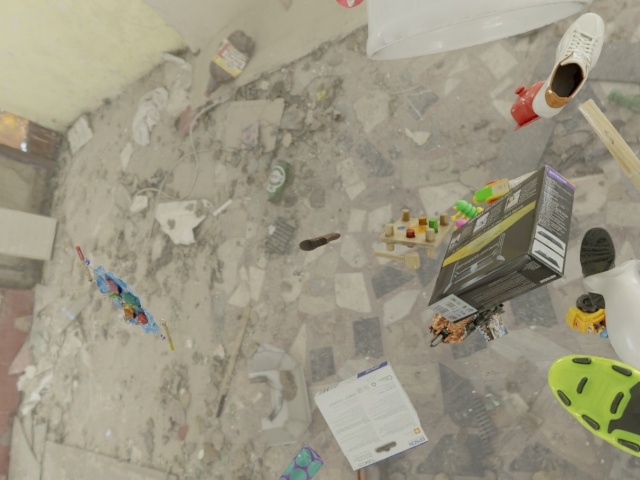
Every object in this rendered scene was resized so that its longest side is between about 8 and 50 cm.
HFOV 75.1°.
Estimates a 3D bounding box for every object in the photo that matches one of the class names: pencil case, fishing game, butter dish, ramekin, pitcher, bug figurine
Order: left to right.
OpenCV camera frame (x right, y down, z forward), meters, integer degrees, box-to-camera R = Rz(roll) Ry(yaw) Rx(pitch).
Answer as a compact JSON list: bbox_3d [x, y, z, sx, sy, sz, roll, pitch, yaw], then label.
[{"bbox_3d":[-0.404,0.131,0.848,0.264,0.041,0.189,36,144,11],"label":"fishing game"},{"bbox_3d":[-0.060,0.545,0.946,0.064,0.070,0.152,36,68,19],"label":"pencil case"},{"bbox_3d":[0.187,-0.336,0.539,0.277,0.277,0.135,1,109,37],"label":"ramekin"},{"bbox_3d":[0.461,-0.021,1.149,0.216,0.279,0.072,30,128,-1],"label":"bug figurine"},{"bbox_3d":[0.710,-0.477,1.411,0.118,0.160,0.160,42,81,-4],"label":"butter dish"},{"bbox_3d":[0.582,0.121,0.722,0.207,0.125,0.178,-87,21,-44],"label":"pitcher"}]

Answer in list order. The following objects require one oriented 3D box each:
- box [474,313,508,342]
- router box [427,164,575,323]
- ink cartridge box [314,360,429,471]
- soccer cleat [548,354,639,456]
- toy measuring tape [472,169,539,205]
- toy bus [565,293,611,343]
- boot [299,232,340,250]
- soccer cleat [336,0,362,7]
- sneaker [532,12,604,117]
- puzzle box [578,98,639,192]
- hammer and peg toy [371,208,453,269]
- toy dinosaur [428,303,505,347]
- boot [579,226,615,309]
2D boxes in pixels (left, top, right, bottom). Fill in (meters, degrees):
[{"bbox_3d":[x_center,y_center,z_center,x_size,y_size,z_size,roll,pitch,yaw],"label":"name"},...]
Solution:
[{"bbox_3d":[0.693,0.325,1.714,0.044,0.233,0.159,-29,69,30],"label":"box"},{"bbox_3d":[0.376,0.020,0.889,0.243,0.081,0.309,-60,5,-33],"label":"router box"},{"bbox_3d":[0.194,0.674,1.598,0.324,0.071,0.330,-27,94,11],"label":"ink cartridge box"},{"bbox_3d":[0.410,0.209,0.457,0.289,0.121,0.094,13,80,46],"label":"soccer cleat"},{"bbox_3d":[0.796,-0.214,1.741,0.330,0.121,0.122,-21,65,47],"label":"toy measuring tape"},{"bbox_3d":[0.954,0.262,1.344,0.220,0.149,0.212,-28,48,3],"label":"toy bus"},{"bbox_3d":[0.000,0.000,1.313,0.106,0.114,0.037,-10,98,24],"label":"boot"},{"bbox_3d":[0.078,-0.565,0.771,0.083,0.248,0.095,27,54,11],"label":"soccer cleat"},{"bbox_3d":[0.657,-0.459,1.057,0.105,0.123,0.290,25,89,6],"label":"sneaker"},{"bbox_3d":[1.060,-0.295,1.450,0.052,0.272,0.409,-38,34,36],"label":"puzzle box"},{"bbox_3d":[0.388,-0.019,1.787,0.265,0.361,0.128,9,119,33],"label":"hammer and peg toy"},{"bbox_3d":[0.385,0.220,1.149,0.164,0.322,0.218,44,87,-5],"label":"toy dinosaur"},{"bbox_3d":[0.818,0.065,1.235,0.085,0.178,0.237,-7,98,30],"label":"boot"}]
